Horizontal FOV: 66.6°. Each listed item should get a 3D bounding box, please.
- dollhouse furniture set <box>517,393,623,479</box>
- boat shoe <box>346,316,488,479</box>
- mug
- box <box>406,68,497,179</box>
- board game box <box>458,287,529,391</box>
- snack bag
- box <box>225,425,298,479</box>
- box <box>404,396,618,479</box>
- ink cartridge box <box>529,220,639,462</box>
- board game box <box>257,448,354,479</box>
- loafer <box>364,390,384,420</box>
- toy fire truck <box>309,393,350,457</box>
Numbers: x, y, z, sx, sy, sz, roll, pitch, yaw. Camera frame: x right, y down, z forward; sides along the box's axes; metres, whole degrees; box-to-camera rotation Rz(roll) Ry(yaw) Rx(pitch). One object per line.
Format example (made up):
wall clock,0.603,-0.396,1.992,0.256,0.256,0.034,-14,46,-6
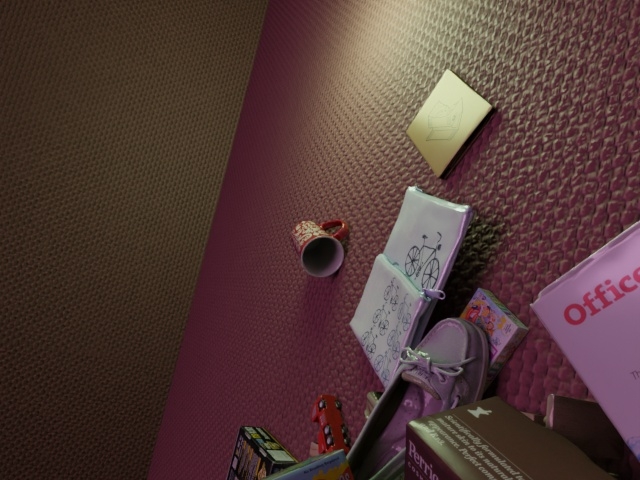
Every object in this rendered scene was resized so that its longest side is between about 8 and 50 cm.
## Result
dollhouse furniture set,0.253,0.256,0.589,0.151,0.123,0.144,-14,62,61
boat shoe,0.135,0.247,0.709,0.118,0.103,0.320,27,78,49
mug,0.000,0.009,1.300,0.169,0.150,0.113,-131,25,-65
box,0.259,-0.242,0.997,0.164,0.021,0.201,-58,29,29
board game box,0.246,0.167,0.768,0.154,0.026,0.103,-64,28,19
snack bag,0.154,0.066,0.916,0.323,0.037,0.342,-119,50,-76
box,-0.176,0.678,1.246,0.257,0.079,0.321,0,75,61
box,0.184,0.384,0.495,0.191,0.143,0.381,-152,60,-64
ink cartridge box,0.357,0.112,0.365,0.226,0.131,0.306,-51,52,40
board game box,-0.006,0.413,0.567,0.275,0.144,0.142,68,153,20
loafer,0.136,0.352,0.790,0.092,0.102,0.268,-61,28,12
toy fire truck,0.008,0.449,1.050,0.135,0.047,0.192,-59,28,29
